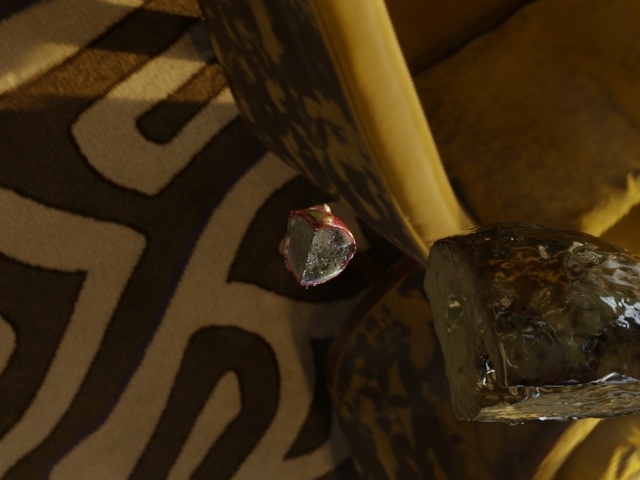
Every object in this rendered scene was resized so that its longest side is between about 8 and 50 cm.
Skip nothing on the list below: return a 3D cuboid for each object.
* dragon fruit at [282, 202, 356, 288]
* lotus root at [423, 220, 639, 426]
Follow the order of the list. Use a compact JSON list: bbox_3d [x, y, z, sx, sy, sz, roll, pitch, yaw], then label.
[{"bbox_3d":[0.000,0.000,0.921,0.060,0.056,0.083,-7,125,-25],"label":"dragon fruit"},{"bbox_3d":[0.174,0.060,0.665,0.210,0.314,0.142,3,77,-11],"label":"lotus root"}]
